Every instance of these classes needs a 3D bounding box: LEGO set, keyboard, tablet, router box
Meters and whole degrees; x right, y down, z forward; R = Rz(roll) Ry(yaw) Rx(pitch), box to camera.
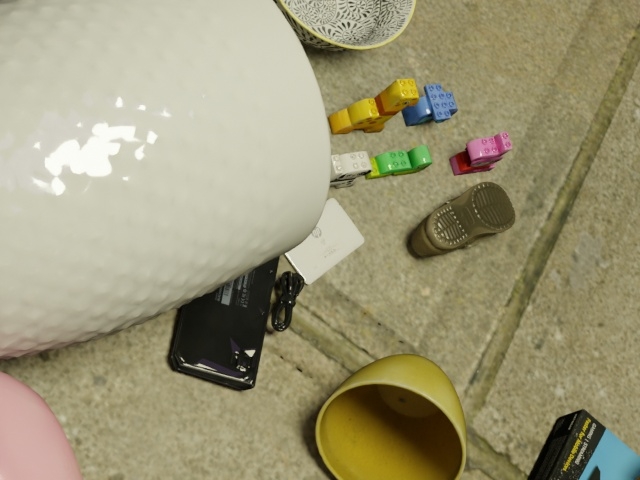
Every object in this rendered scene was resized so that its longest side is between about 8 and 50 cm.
[{"bbox_3d":[0.089,-0.112,1.380,0.227,0.093,0.087,-9,76,-31],"label":"LEGO set"},{"bbox_3d":[-0.069,0.045,1.278,0.108,0.023,0.180,17,65,-14],"label":"keyboard"},{"bbox_3d":[0.000,0.000,1.342,0.083,0.006,0.054,-37,91,-34],"label":"tablet"},{"bbox_3d":[0.253,0.272,1.354,0.133,0.046,0.179,40,58,-11],"label":"router box"}]

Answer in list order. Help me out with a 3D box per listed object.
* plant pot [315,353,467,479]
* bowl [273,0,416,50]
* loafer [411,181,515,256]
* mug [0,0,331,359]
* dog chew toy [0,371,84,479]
[{"bbox_3d":[0.072,0.154,1.263,0.134,0.134,0.095,42,33,-9],"label":"plant pot"},{"bbox_3d":[0.003,-0.251,1.393,0.170,0.080,0.170,10,67,-26],"label":"bowl"},{"bbox_3d":[0.140,-0.020,1.402,0.148,0.050,0.056,-16,83,-48],"label":"loafer"},{"bbox_3d":[-0.234,-0.082,1.112,0.328,0.276,0.374,-27,54,-34],"label":"mug"},{"bbox_3d":[-0.331,0.217,0.973,0.331,0.206,0.207,-21,83,-25],"label":"dog chew toy"}]
